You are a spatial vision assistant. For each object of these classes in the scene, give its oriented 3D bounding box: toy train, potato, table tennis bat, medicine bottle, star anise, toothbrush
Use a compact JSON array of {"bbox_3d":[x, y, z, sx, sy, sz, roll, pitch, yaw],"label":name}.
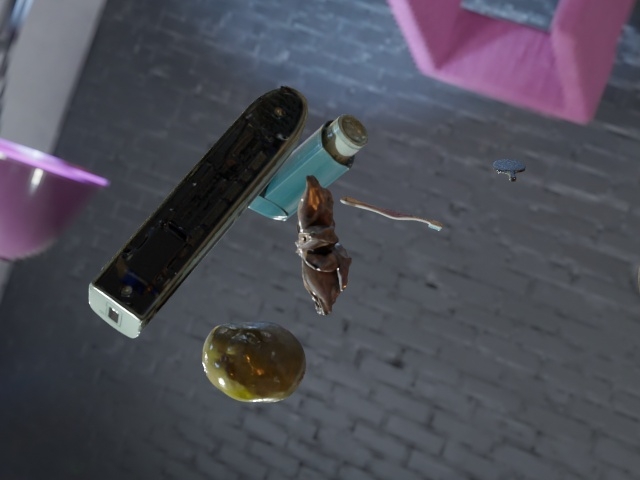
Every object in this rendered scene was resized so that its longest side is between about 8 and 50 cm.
[{"bbox_3d":[-0.146,-0.046,1.775,0.086,0.407,0.088,34,152,9],"label":"toy train"},{"bbox_3d":[-0.111,0.206,2.254,0.155,0.137,0.200,-11,167,18],"label":"potato"},{"bbox_3d":[0.292,-0.109,2.063,0.050,0.007,0.083,0,-156,0],"label":"table tennis bat"},{"bbox_3d":[-0.037,-0.124,2.203,0.124,0.258,0.079,41,-140,-17],"label":"medicine bottle"},{"bbox_3d":[0.000,0.000,1.764,0.065,0.195,0.182,-10,-150,-4],"label":"star anise"},{"bbox_3d":[0.088,-0.034,1.663,0.131,0.011,0.013,16,147,-2],"label":"toothbrush"}]

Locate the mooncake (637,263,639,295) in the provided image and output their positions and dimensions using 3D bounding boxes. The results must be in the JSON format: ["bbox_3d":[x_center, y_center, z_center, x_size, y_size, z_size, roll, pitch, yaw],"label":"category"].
[{"bbox_3d":[0.584,0.068,2.002,0.235,0.234,0.117,21,179,38],"label":"mooncake"}]
